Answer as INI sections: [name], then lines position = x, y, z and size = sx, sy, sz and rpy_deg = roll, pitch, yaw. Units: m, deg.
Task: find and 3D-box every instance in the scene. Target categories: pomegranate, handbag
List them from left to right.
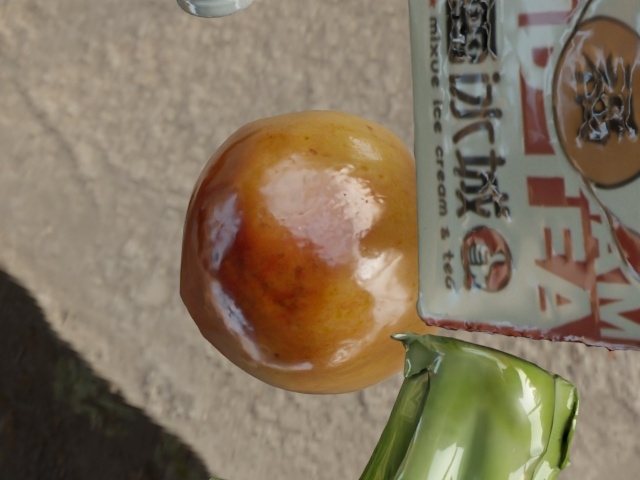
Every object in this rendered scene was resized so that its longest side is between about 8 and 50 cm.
[pomegranate]
position = -0.006, 0.003, 1.214
size = 0.209, 0.209, 0.209
rpy_deg = 2, 118, 4
[handbag]
position = 0.174, -0.046, 0.548
size = 0.298, 0.151, 0.171
rpy_deg = 4, 99, 49

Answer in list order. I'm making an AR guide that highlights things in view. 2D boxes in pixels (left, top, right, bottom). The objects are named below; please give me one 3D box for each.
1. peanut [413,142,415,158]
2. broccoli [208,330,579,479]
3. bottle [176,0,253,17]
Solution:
[peanut]
position = 0.212, -0.055, 1.024
size = 0.313, 0.149, 0.149
rpy_deg = 1, 118, -6
[broccoli]
position = 0.044, 0.221, 0.859
size = 0.317, 0.277, 0.338
rpy_deg = -44, 93, -8
[bottle]
position = -0.078, -0.247, 1.102
size = 0.060, 0.060, 0.217
rpy_deg = 0, 131, 5
